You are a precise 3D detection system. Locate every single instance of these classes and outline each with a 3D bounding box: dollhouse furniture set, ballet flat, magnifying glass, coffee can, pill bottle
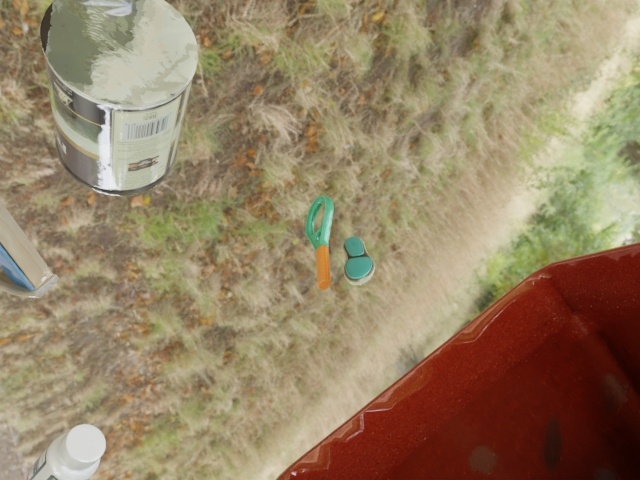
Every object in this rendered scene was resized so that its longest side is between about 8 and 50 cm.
[{"bbox_3d":[-0.612,0.061,0.778,0.303,0.286,0.198,-51,140,-37],"label":"dollhouse furniture set"},{"bbox_3d":[0.071,0.048,0.987,0.057,0.053,0.168,-8,-154,5],"label":"ballet flat"},{"bbox_3d":[0.000,0.000,1.067,0.026,0.231,0.092,17,131,-23],"label":"magnifying glass"},{"bbox_3d":[-0.310,-0.217,0.838,0.201,0.202,0.275,-20,167,-28],"label":"coffee can"},{"bbox_3d":[-0.521,0.461,1.115,0.180,0.108,0.108,-45,157,27],"label":"pill bottle"}]

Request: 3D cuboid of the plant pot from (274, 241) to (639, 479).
[{"bbox_3d":[0.156,0.165,0.265,0.267,0.236,0.267,-34,176,-12],"label":"plant pot"}]
